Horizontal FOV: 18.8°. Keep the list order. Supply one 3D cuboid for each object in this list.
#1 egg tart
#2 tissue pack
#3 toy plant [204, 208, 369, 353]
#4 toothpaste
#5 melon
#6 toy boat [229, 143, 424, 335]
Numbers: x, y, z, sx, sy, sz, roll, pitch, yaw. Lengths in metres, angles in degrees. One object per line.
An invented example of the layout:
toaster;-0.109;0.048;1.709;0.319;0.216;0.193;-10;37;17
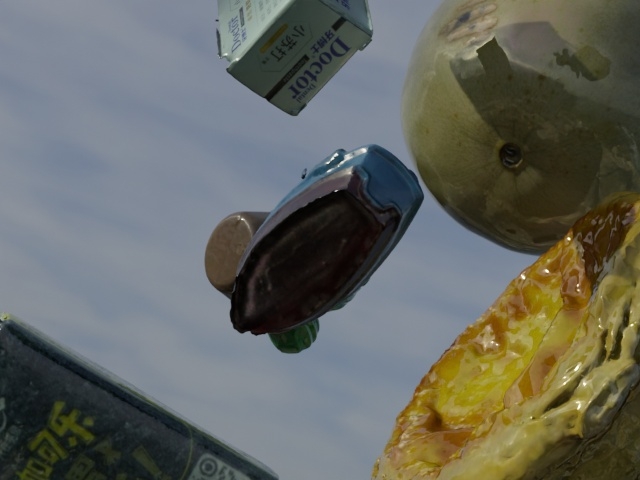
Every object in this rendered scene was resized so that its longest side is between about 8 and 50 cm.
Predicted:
egg tart;0.177;0.105;1.375;0.132;0.341;0.341;42;-15;-6
tissue pack;-0.184;0.198;1.491;0.257;0.185;0.081;32;-3;-8
toy plant;-0.021;0.035;1.801;0.105;0.142;0.200;16;-3;44
toothpaste;-0.028;-0.211;1.344;0.071;0.313;0.089;33;-63;-26
melon;0.205;-0.124;1.645;0.269;0.268;0.330;11;26;17
toy boat;0.000;0.000;1.577;0.100;0.097;0.223;45;-50;-1
